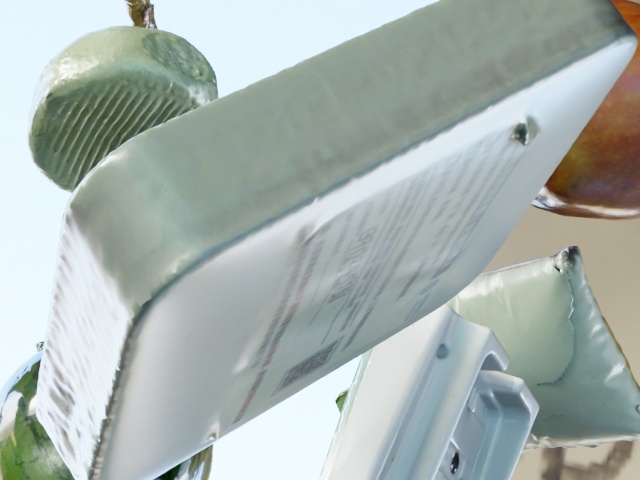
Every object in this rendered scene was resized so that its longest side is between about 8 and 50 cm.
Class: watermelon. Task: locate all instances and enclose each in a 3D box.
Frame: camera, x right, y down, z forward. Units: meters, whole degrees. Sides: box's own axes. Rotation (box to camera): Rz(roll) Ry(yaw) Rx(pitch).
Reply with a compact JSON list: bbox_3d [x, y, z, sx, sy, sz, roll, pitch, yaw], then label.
[{"bbox_3d":[-0.231,0.213,1.532,0.242,0.242,0.242,13,-36,10],"label":"watermelon"}]

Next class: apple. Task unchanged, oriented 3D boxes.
[{"bbox_3d":[0.275,-0.120,1.440,0.229,0.230,0.230,13,-36,10],"label":"apple"}]

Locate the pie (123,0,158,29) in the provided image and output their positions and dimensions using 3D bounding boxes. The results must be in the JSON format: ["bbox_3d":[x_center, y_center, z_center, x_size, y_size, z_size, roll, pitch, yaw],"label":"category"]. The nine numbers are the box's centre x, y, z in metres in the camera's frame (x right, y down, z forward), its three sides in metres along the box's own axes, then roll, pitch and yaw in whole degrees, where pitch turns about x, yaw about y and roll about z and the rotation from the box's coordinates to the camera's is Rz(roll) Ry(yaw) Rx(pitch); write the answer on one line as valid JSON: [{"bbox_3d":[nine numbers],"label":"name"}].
[{"bbox_3d":[-0.207,-0.270,1.671,0.033,0.088,0.191,-11,-36,0],"label":"pie"}]

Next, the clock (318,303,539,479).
[{"bbox_3d":[0.105,0.204,1.374,0.116,0.231,0.262,8,-26,30],"label":"clock"}]

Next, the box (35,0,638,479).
[{"bbox_3d":[-0.001,0.000,1.000,0.111,0.396,0.396,54,-28,16],"label":"box"}]

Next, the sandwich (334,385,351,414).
[{"bbox_3d":[0.090,0.203,1.845,0.116,0.074,0.074,-27,-92,41],"label":"sandwich"}]

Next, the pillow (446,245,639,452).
[{"bbox_3d":[0.252,0.159,1.865,0.310,0.119,0.312,-13,-59,36],"label":"pillow"}]

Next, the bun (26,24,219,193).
[{"bbox_3d":[-0.209,-0.144,1.531,0.221,0.108,0.221,-10,-34,-7],"label":"bun"}]
